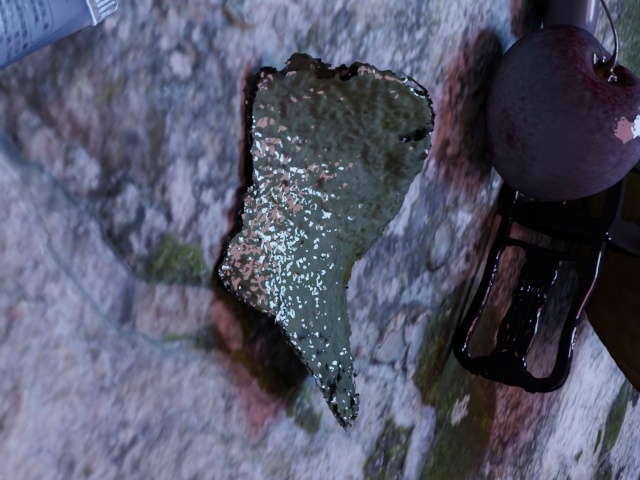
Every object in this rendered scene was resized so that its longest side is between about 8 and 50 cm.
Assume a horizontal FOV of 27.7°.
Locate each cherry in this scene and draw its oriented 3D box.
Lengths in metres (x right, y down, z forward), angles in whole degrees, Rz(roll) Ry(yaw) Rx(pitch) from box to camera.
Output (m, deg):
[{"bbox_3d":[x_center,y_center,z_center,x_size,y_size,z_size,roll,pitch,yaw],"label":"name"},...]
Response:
[{"bbox_3d":[0.162,-0.114,0.974,0.115,0.188,0.148,-38,167,-13],"label":"cherry"}]

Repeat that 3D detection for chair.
[{"bbox_3d":[0.200,0.012,1.065,0.113,0.106,0.229,19,88,-54],"label":"chair"}]

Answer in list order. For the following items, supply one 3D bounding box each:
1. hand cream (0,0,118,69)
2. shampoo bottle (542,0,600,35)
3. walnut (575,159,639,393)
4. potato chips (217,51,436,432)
[{"bbox_3d":[-0.158,-0.062,0.431,0.271,0.058,0.091,-50,132,-45],"label":"hand cream"},{"bbox_3d":[0.196,-0.191,1.010,0.080,0.040,0.165,-95,-172,-66],"label":"shampoo bottle"},{"bbox_3d":[0.393,0.029,1.174,0.344,0.306,0.306,-102,-177,-52],"label":"walnut"},{"bbox_3d":[0.007,0.003,0.765,0.167,0.059,0.228,-9,117,-53],"label":"potato chips"}]
